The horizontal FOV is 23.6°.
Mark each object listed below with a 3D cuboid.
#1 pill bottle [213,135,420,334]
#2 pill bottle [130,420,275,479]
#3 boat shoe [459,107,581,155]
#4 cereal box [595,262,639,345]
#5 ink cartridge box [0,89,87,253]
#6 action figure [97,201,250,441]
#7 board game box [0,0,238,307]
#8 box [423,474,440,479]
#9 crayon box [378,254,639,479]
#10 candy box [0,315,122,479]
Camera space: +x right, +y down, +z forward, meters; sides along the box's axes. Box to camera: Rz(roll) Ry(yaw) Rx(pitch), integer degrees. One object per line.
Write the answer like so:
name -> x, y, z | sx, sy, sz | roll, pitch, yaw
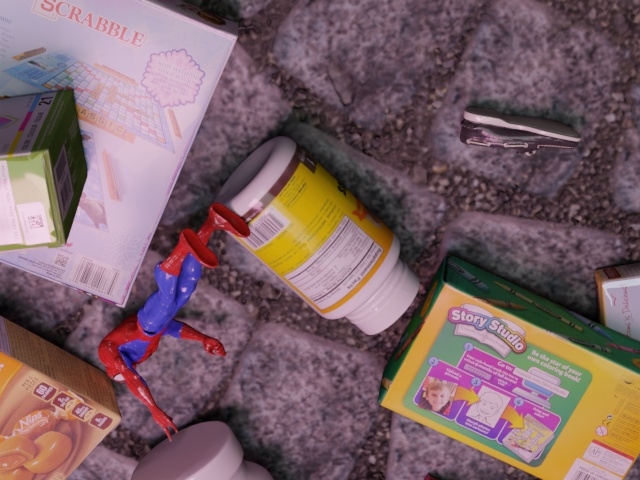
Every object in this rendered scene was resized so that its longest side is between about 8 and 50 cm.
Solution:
pill bottle -> 0.000, 0.000, 1.587 | 0.215, 0.117, 0.117 | 42, 103, -17
pill bottle -> -0.094, 0.340, 1.695 | 0.153, 0.153, 0.264 | -25, 111, 7
boat shoe -> 0.207, -0.108, 1.594 | 0.125, 0.046, 0.038 | 9, 110, -4
cereal box -> 0.428, 0.098, 1.685 | 0.240, 0.047, 0.173 | -8, 111, 1
ink cartridge box -> -0.360, -0.056, 1.435 | 0.255, 0.189, 0.097 | -6, 113, 1
action figure -> -0.139, 0.096, 1.583 | 0.139, 0.091, 0.280 | 46, 136, 2
board game box -> -0.287, -0.131, 1.547 | 0.319, 0.066, 0.318 | 22, 109, -11
box -> 0.115, 0.415, 1.751 | 0.128, 0.122, 0.257 | 28, 107, -13
crayon box -> 0.222, 0.152, 1.648 | 0.278, 0.081, 0.165 | 25, 114, -2
candy box -> -0.388, 0.159, 1.599 | 0.316, 0.087, 0.183 | 34, 105, -34
